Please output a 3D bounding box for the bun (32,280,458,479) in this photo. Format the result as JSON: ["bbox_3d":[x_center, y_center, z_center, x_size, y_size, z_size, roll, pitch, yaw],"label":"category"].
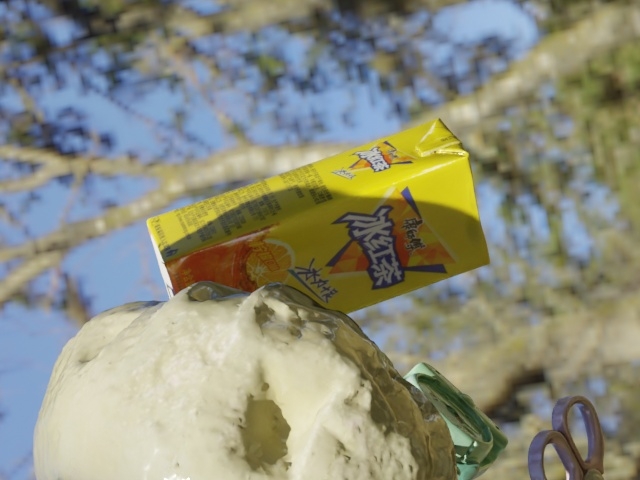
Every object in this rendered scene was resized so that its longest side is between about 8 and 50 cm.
[{"bbox_3d":[-0.047,0.156,1.507,0.360,0.360,0.211,49,-123,-54],"label":"bun"}]

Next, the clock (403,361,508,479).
[{"bbox_3d":[0.139,0.216,2.281,0.148,0.060,0.188,43,-166,7],"label":"clock"}]

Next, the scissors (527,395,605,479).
[{"bbox_3d":[0.276,0.270,1.941,0.118,0.030,0.242,-51,-60,-41],"label":"scissors"}]

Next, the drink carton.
[{"bbox_3d":[0.000,0.000,2.163,0.111,0.351,0.154,-119,12,-56],"label":"drink carton"}]
